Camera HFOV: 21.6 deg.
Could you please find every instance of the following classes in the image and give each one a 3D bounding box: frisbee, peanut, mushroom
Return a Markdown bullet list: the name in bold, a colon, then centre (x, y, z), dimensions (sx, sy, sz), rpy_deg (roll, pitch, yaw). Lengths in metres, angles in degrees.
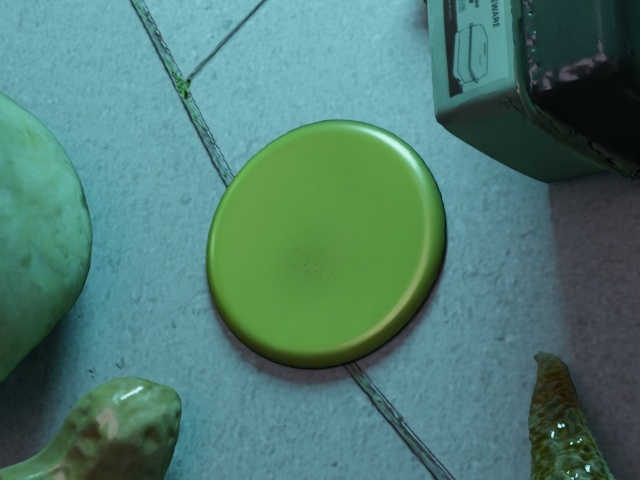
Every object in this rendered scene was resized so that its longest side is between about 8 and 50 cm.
- **frisbee**: centre (0.000, 0.000, 1.496), dimensions (0.236, 0.017, 0.236), rpy_deg (-8, 70, 23)
- **peanut**: centre (-0.231, 0.220, 1.468), dimensions (0.274, 0.125, 0.111), rpy_deg (-45, 49, 5)
- **mushroom**: centre (-0.378, 0.000, 1.536), dimensions (0.352, 0.260, 0.352), rpy_deg (2, 58, -3)

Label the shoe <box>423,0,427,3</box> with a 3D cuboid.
- **shoe**: centre (0.113, -0.243, 1.498), dimensions (0.069, 0.072, 0.109), rpy_deg (-20, 63, -25)

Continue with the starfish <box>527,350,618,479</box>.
- **starfish**: centre (0.226, 0.250, 1.200), dimensions (0.398, 0.132, 0.384), rpy_deg (-4, 37, 41)

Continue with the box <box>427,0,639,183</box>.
- **box**: centre (0.198, -0.200, 1.358), dimensions (0.166, 0.220, 0.290), rpy_deg (-15, 67, 34)
